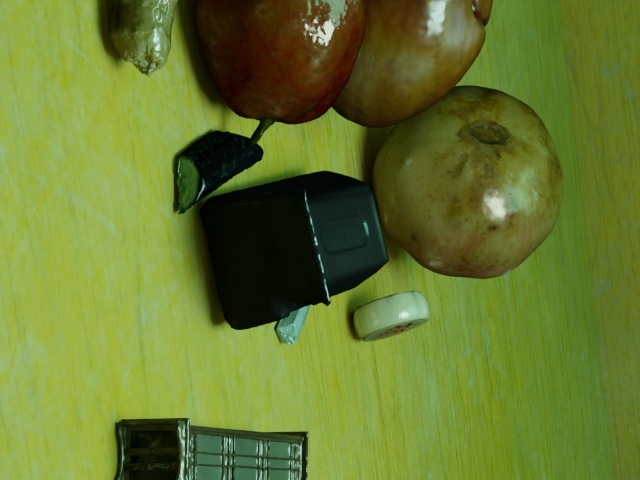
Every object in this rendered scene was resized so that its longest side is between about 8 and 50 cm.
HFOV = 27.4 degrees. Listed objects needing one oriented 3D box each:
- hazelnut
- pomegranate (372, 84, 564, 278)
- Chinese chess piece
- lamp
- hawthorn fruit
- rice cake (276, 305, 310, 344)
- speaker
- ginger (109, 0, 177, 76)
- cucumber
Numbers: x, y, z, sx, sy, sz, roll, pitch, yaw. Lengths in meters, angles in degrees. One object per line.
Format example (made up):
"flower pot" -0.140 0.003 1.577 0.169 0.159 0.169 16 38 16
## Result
"hazelnut" 0.091 -0.350 1.907 0.372 0.315 0.372 16 90 -86
"pomegranate" 0.239 -0.086 2.202 0.338 0.338 0.338 -5 90 -66
"Chinese chess piece" 0.112 0.120 2.068 0.122 0.122 0.051 15 56 -65
"lamp" -0.120 0.263 1.559 0.325 0.089 0.090 24 65 -62
"hawthorn fruit" -0.054 -0.253 1.685 0.224 0.224 0.261 -31 131 -64
"rice cake" -0.027 0.080 1.879 0.171 0.029 0.033 -68 151 -44
"speaker" 0.000 0.000 1.731 0.388 0.184 0.180 -19 97 -63
"ginger" -0.189 -0.282 1.486 0.069 0.095 0.190 12 94 -67
"cucumber" -0.129 -0.102 1.672 0.220 0.046 0.070 -44 119 -62
